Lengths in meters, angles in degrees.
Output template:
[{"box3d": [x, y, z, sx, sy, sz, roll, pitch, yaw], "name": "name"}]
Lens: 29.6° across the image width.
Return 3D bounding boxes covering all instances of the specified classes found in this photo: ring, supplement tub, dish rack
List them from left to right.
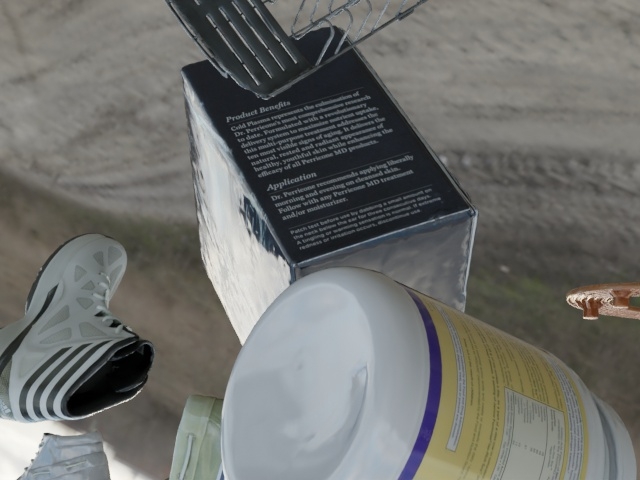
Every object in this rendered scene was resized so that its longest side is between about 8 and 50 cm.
[{"box3d": [-0.010, -0.252, 1.027, 0.208, 0.271, 0.074, 53, 152, 3], "name": "dish rack"}, {"box3d": [0.102, 0.183, 1.093, 0.331, 0.241, 0.241, 25, 172, -34], "name": "supplement tub"}, {"box3d": [0.503, 0.096, 1.641, 0.337, 0.032, 0.336, 5, 169, 1], "name": "ring"}]

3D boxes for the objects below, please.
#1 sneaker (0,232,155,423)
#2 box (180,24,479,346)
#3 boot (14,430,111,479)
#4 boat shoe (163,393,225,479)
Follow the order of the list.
[{"box3d": [-0.360, 0.152, 1.987, 0.258, 0.447, 0.169, 6, 126, 17], "name": "sneaker"}, {"box3d": [0.000, 0.000, 1.955, 0.479, 0.298, 0.471, 90, 158, -46], "name": "box"}, {"box3d": [-0.480, 0.402, 2.142, 0.258, 0.123, 0.095, -12, 170, 24], "name": "boot"}, {"box3d": [-0.124, 0.276, 1.266, 0.094, 0.302, 0.109, 21, -151, 4], "name": "boat shoe"}]
